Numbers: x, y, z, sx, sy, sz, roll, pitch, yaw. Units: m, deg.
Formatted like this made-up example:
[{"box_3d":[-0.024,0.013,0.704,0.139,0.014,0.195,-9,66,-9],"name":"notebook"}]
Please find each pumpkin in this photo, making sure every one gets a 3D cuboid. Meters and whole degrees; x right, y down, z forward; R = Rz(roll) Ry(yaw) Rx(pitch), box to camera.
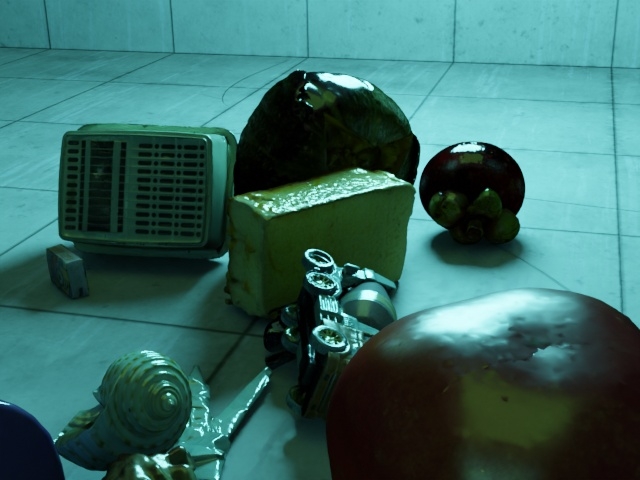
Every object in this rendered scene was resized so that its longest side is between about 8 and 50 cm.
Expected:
[{"box_3d":[0.005,-0.119,1.494,0.320,0.320,0.192,-15,30,-32],"name":"pumpkin"}]

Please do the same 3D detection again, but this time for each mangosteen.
[{"box_3d":[0.258,-0.072,1.563,0.199,0.200,0.200,-1,21,0],"name":"mangosteen"}]

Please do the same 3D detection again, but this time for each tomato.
[{"box_3d":[0.159,0.190,0.710,0.293,0.290,0.325,-6,28,-10],"name":"tomato"}]

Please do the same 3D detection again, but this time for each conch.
[{"box_3d":[-0.195,0.180,0.928,0.102,0.153,0.135,48,47,4],"name":"conch"}]

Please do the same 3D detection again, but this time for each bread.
[{"box_3d":[0.000,0.000,1.346,0.274,0.185,0.114,-15,34,-32],"name":"bread"}]

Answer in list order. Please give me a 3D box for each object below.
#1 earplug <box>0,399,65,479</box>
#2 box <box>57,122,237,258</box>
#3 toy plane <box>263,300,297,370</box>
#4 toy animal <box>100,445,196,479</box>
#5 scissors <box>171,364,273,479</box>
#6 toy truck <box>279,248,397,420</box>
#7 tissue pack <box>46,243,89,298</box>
[{"box_3d":[-0.456,0.193,0.862,0.456,0.215,0.215,12,25,38],"name":"earplug"},{"box_3d":[-0.282,-0.082,1.524,0.290,0.221,0.166,3,0,9],"name":"box"},{"box_3d":[-0.003,0.117,1.235,0.197,0.053,0.078,-15,33,-29],"name":"toy plane"},{"box_3d":[-0.183,0.274,0.755,0.157,0.097,0.312,4,29,34],"name":"toy animal"},{"box_3d":[-0.127,0.229,0.976,0.256,0.029,0.383,2,22,9],"name":"scissors"},{"box_3d":[0.034,0.111,1.119,0.140,0.108,0.257,15,27,-14],"name":"toy truck"},{"box_3d":[-0.385,0.047,1.409,0.035,0.063,0.083,-20,27,-32],"name":"tissue pack"}]
